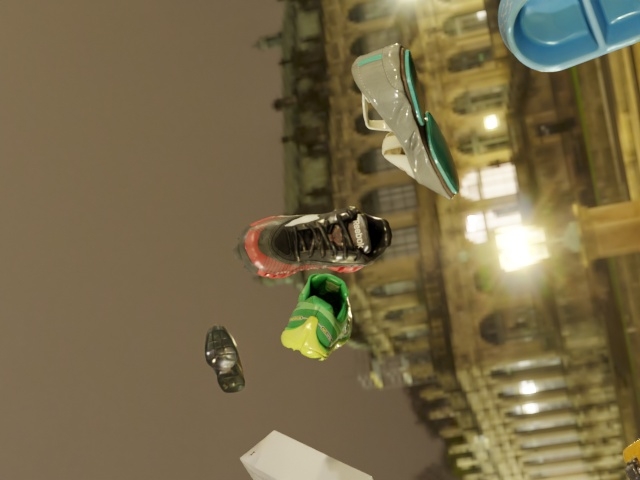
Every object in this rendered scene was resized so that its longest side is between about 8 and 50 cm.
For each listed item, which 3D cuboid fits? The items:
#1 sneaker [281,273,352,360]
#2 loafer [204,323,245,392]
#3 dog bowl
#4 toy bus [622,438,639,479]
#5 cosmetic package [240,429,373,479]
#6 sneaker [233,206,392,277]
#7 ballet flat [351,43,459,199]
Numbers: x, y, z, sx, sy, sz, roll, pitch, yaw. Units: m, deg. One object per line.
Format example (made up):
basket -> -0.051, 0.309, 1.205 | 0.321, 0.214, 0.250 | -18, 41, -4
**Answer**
sneaker -> 0.015, 0.117, 1.794 | 0.124, 0.109, 0.295 | -64, -2, 12
loafer -> -0.180, 0.209, 1.950 | 0.061, 0.062, 0.170 | -101, 3, -47
dog bowl -> 0.424, -0.365, 1.656 | 0.166, 0.297, 0.074 | 63, -159, -22
toy bus -> 0.552, 0.414, 1.486 | 0.130, 0.108, 0.333 | 40, -160, -31
cosmetic package -> 0.033, 0.499, 1.825 | 0.284, 0.097, 0.377 | 58, 159, -17
sneaker -> 0.000, 0.000, 1.621 | 0.276, 0.135, 0.098 | -2, -102, -40
ballet flat -> 0.086, -0.117, 1.091 | 0.213, 0.068, 0.072 | 59, -154, -46
